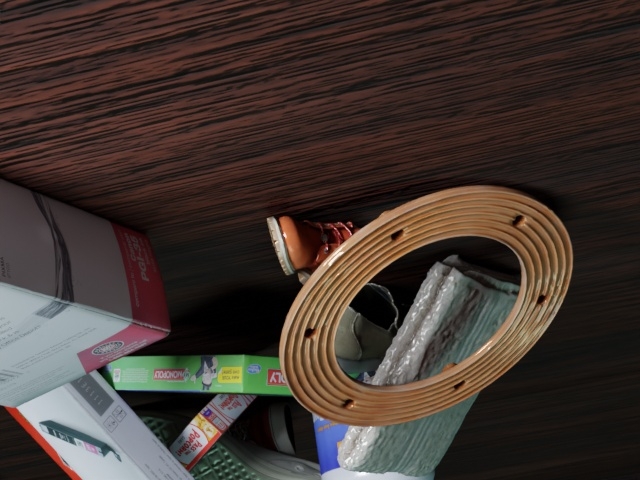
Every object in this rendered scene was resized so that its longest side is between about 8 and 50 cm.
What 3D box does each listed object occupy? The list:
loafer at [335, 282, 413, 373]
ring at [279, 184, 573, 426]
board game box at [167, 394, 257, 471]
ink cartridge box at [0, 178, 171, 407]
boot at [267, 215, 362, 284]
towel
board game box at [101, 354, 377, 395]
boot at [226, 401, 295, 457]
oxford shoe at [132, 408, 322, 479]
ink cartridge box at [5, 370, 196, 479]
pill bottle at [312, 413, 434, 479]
[{"bbox_3d":[0.076,0.102,1.534,0.251,0.094,0.087,-3,124,-58],"label":"loafer"},{"bbox_3d":[0.111,0.071,1.362,0.337,0.032,0.336,-16,136,-15],"label":"ring"},{"bbox_3d":[-0.181,0.290,1.824,0.193,0.045,0.147,-50,176,25],"label":"board game box"},{"bbox_3d":[-0.305,0.048,1.170,0.207,0.117,0.283,-25,155,22],"label":"ink cartridge box"},{"bbox_3d":[0.000,0.000,1.291,0.085,0.059,0.158,-20,164,13],"label":"boot"},{"bbox_3d":[0.133,0.155,1.535,0.049,0.282,0.187,34,-170,37],"label":"towel"},{"bbox_3d":[-0.102,0.170,1.611,0.213,0.046,0.317,7,171,-38],"label":"board game box"},{"bbox_3d":[-0.130,0.321,2.093,0.176,0.088,0.244,-4,163,-4],"label":"boot"},{"bbox_3d":[-0.122,0.377,1.989,0.449,0.169,0.130,18,-173,0],"label":"oxford shoe"},{"bbox_3d":[-0.303,0.290,1.710,0.239,0.275,0.060,-28,-164,44],"label":"ink cartridge box"},{"bbox_3d":[0.069,0.263,1.722,0.152,0.272,0.152,-8,160,-3],"label":"pill bottle"}]
